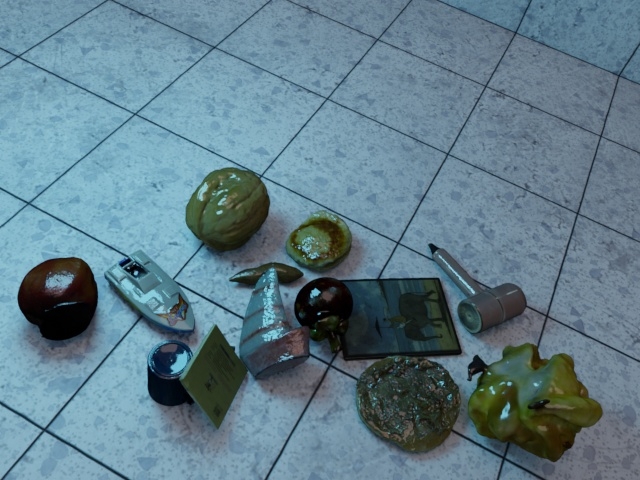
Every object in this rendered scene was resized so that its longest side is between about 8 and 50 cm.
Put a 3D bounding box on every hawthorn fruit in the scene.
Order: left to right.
[{"bbox_3d":[-0.647,0.123,1.589,0.190,0.189,0.251,9,43,-5],"label":"hawthorn fruit"}]

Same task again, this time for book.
[{"bbox_3d":[-0.251,0.325,1.511,0.013,0.168,0.192,-15,28,28],"label":"book"}]

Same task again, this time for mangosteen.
[{"bbox_3d":[0.014,0.186,1.679,0.172,0.172,0.184,-3,30,-15],"label":"mangosteen"}]

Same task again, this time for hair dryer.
[{"bbox_3d":[0.443,0.114,1.891,0.189,0.106,0.344,-18,51,-25],"label":"hair dryer"}]

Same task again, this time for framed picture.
[{"bbox_3d":[0.213,0.219,1.801,0.347,0.016,0.265,0,52,-12],"label":"framed picture"}]

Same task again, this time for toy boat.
[{"bbox_3d":[-0.436,0.145,1.669,0.295,0.088,0.129,39,54,19],"label":"toy boat"},{"bbox_3d":[-0.137,0.208,1.649,0.206,0.096,0.282,-24,61,16],"label":"toy boat"}]

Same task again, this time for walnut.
[{"bbox_3d":[-0.271,-0.088,1.820,0.224,0.257,0.257,8,41,38],"label":"walnut"}]

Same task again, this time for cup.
[{"bbox_3d":[-0.344,0.323,1.514,0.150,0.138,0.113,17,50,1],"label":"cup"}]

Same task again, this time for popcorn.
[{"bbox_3d":[0.523,0.410,1.574,0.297,0.281,0.316,-32,32,13],"label":"popcorn"}]

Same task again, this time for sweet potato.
[{"bbox_3d":[-0.155,0.095,1.796,0.218,0.051,0.065,-3,55,-15],"label":"sweet potato"}]

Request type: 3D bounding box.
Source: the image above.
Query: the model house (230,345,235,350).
[{"bbox_3d":[-0.261,0.309,1.604,0.079,0.066,0.083,10,67,-18],"label":"model house"}]

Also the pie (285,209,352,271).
[{"bbox_3d":[0.000,0.000,1.885,0.179,0.084,0.205,36,56,16],"label":"pie"}]

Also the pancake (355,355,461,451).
[{"bbox_3d":[0.227,0.411,1.625,0.282,0.049,0.282,5,51,-7],"label":"pancake"}]
